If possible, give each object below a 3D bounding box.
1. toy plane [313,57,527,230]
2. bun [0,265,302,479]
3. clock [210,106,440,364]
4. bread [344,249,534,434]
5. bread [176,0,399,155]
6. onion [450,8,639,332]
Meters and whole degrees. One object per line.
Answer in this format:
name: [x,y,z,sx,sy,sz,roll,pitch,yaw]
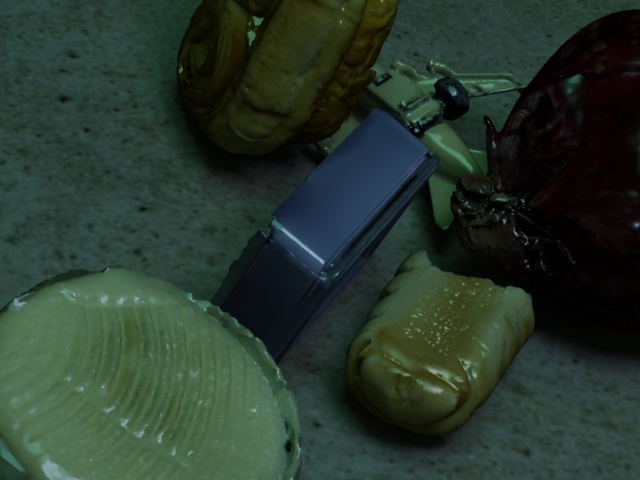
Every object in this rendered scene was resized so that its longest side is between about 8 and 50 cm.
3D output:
toy plane: [0.066,-0.111,1.754,0.229,0.092,0.244,-34,66,-25]
bun: [-0.144,0.152,1.366,0.259,0.152,0.259,19,43,-18]
clock: [-0.001,0.000,1.574,0.073,0.144,0.193,39,46,4]
bread: [0.090,0.081,1.567,0.119,0.084,0.177,28,44,12]
bread: [-0.028,-0.185,1.695,0.120,0.236,0.198,16,22,-30]
onion: [0.260,-0.062,1.650,0.281,0.221,0.281,0,79,1]
